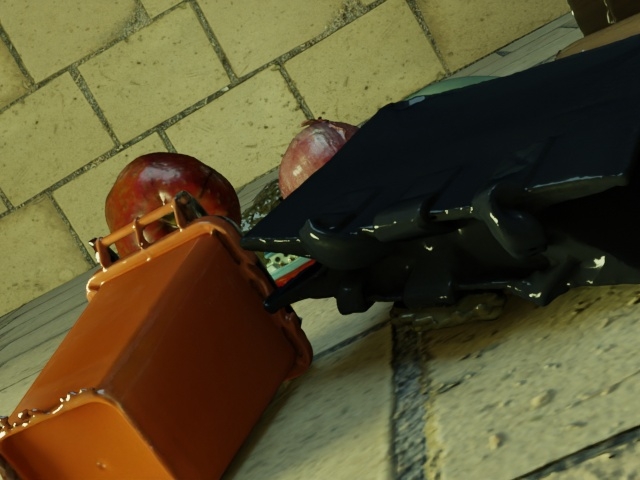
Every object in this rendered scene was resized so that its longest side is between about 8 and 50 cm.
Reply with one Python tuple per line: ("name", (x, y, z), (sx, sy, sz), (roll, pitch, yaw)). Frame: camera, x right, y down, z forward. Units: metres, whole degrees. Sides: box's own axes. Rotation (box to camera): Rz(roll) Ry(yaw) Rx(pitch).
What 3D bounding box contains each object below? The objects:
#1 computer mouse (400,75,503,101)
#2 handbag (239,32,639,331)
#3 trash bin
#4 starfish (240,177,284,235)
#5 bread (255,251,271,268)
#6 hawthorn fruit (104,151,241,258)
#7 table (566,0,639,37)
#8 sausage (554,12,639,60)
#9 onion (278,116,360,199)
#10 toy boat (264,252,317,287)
("computer mouse", (0.202, -0.167, 1.128), (0.288, 0.097, 0.159), (-4, 25, 40))
("handbag", (0.135, -0.043, 0.687), (0.303, 0.122, 0.329), (-10, 21, 35))
("trash bin", (-0.129, 0.093, 0.654), (0.161, 0.184, 0.238), (-25, 16, 24))
("starfish", (-0.083, -0.085, 1.759), (0.432, 0.082, 0.324), (-28, 12, 18))
("bread", (-0.128, 0.039, 1.218), (0.128, 0.088, 0.232), (-22, 4, -6))
("hawthorn fruit", (-0.256, -0.037, 1.527), (0.262, 0.258, 0.258), (1, 29, 46))
("table", (0.393, -0.245, 0.909), (0.193, 0.169, 0.172), (-21, 12, 37))
("sausage", (0.345, -0.165, 0.774), (0.123, 0.123, 0.253), (-37, 12, -38))
("onion", (0.031, -0.074, 1.200), (0.159, 0.159, 0.195), (-30, 46, -7))
("toy boat", (0.000, 0.000, 1.099), (0.173, 0.059, 0.069), (-29, 9, 1))
